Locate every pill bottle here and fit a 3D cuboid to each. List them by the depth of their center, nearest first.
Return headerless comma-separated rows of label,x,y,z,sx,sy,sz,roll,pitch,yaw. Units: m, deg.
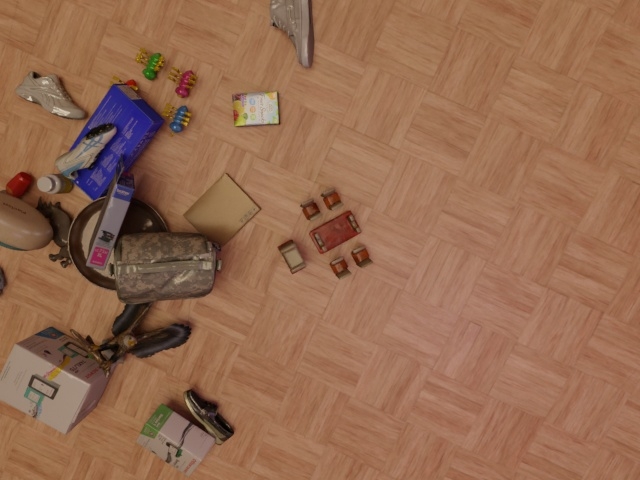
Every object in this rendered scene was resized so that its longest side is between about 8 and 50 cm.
pill bottle,-0.846,-0.180,1.660,0.065,0.116,0.065,1,97,4

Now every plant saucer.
plant saucer,-0.643,0.008,1.677,0.311,0.050,0.310,-1,96,-10

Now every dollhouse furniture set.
dollhouse furniture set,0.000,0.000,1.635,0.259,0.135,0.261,-28,95,-4

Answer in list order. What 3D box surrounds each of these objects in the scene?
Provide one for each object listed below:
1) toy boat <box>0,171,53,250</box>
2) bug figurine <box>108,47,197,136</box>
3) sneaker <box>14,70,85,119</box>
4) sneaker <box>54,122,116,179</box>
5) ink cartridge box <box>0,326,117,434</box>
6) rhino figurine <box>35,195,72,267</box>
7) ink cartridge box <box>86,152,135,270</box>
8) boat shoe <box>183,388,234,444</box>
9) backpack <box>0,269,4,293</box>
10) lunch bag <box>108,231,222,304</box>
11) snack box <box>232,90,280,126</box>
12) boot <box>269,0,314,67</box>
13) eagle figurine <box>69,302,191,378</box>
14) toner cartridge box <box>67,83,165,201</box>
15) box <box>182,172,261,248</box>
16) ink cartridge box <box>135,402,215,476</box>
toy boat,-0.966,-0.083,1.610,0.148,0.318,0.268,-43,130,14
bug figurine,-0.500,-0.462,1.621,0.279,0.072,0.216,28,92,5
sneaker,-0.841,-0.462,1.640,0.232,0.090,0.115,27,95,0
sneaker,-0.687,-0.268,1.555,0.237,0.085,0.086,-31,123,18
ink cartridge box,-0.858,0.451,1.702,0.270,0.198,0.197,28,98,-1
rhino figurine,-0.859,-0.038,1.703,0.106,0.073,0.243,-28,87,12
ink cartridge box,-0.608,-0.087,1.530,0.065,0.186,0.310,17,104,-26
boat shoe,-0.372,0.581,1.746,0.074,0.080,0.223,-33,99,2
backpack,-1.111,0.145,1.729,0.084,0.105,0.114,-8,102,6
lunch bag,-0.459,0.080,1.551,0.306,0.256,0.212,-3,89,-18
snack box,-0.200,-0.409,1.622,0.141,0.037,0.100,-2,98,4
boot,-0.088,-0.644,1.566,0.124,0.095,0.258,-2,89,11
eagle figurine,-0.600,0.301,1.692,0.298,0.225,0.226,-38,138,-24
toner cartridge box,-0.650,-0.298,1.613,0.165,0.075,0.348,45,112,-1
box,-0.318,-0.092,1.680,0.201,0.021,0.164,-43,92,8
ink cartridge box,-0.479,0.663,1.723,0.220,0.092,0.160,34,130,0
